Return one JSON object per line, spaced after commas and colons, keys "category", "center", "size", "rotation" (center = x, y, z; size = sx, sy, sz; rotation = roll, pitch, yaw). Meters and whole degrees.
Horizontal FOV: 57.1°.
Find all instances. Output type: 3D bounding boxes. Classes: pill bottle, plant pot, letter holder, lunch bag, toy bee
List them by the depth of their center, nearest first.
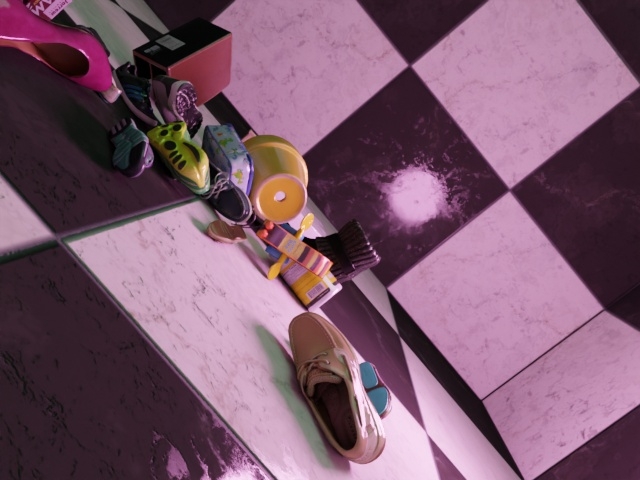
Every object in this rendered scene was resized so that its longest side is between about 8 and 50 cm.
{"category": "toy bee", "center": [-0.110, 0.009, 1.549], "size": [0.299, 0.195, 0.162], "rotation": [11, -6, 2]}
{"category": "pill bottle", "center": [-0.046, 0.090, 1.678], "size": [0.208, 0.119, 0.119], "rotation": [52, 8, 6]}
{"category": "lunch bag", "center": [-0.273, -0.219, 1.701], "size": [0.090, 0.176, 0.219], "rotation": [-11, 48, -29]}
{"category": "plant pot", "center": [-0.147, -0.172, 1.810], "size": [0.254, 0.254, 0.239], "rotation": [46, 6, -31]}
{"category": "letter holder", "center": [-0.446, -0.567, 1.952], "size": [0.152, 0.302, 0.214], "rotation": [30, -39, 18]}

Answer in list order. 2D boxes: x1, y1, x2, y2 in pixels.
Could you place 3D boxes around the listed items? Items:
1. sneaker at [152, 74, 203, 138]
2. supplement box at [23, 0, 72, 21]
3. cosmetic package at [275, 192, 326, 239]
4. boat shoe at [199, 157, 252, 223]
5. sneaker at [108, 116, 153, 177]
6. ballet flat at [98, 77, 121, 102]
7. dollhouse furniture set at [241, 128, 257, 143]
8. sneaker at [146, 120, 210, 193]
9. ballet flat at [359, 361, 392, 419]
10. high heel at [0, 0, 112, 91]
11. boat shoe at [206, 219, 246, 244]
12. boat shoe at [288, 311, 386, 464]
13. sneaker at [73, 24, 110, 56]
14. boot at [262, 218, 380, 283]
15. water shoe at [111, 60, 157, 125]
{"category": "sneaker", "center": [-0.398, -0.358, 1.629], "size": [0.108, 0.100, 0.271], "rotation": [29, -26, 9]}
{"category": "supplement box", "center": [-0.655, -0.577, 1.300], "size": [0.239, 0.130, 0.073], "rotation": [53, 7, 24]}
{"category": "cosmetic package", "center": [-0.126, -0.125, 2.344], "size": [0.377, 0.097, 0.284], "rotation": [48, 6, -19]}
{"category": "boat shoe", "center": [-0.278, -0.147, 1.561], "size": [0.254, 0.095, 0.079], "rotation": [52, 6, 21]}
{"category": "sneaker", "center": [-0.372, -0.177, 1.220], "size": [0.098, 0.083, 0.223], "rotation": [51, 5, -39]}
{"category": "ballet flat", "center": [-0.544, -0.408, 1.429], "size": [0.168, 0.052, 0.057], "rotation": [50, 8, 1]}
{"category": "dollhouse furniture set", "center": [-0.283, -0.334, 2.185], "size": [0.212, 0.161, 0.242], "rotation": [48, 8, -19]}
{"category": "sneaker", "center": [-0.356, -0.209, 1.480], "size": [0.295, 0.110, 0.123], "rotation": [52, -23, 45]}
{"category": "ballet flat", "center": [0.140, 0.398, 1.502], "size": [0.221, 0.077, 0.079], "rotation": [-114, -178, -65]}
{"category": "high heel", "center": [-0.546, -0.361, 1.164], "size": [0.377, 0.127, 0.181], "rotation": [45, 37, -62]}
{"category": "boat shoe", "center": [-0.232, -0.014, 1.415], "size": [0.056, 0.048, 0.153], "rotation": [64, 16, 9]}
{"category": "boat shoe", "center": [0.016, 0.270, 1.164], "size": [0.110, 0.122, 0.341], "rotation": [42, 13, -53]}
{"category": "sneaker", "center": [-0.639, -0.558, 1.625], "size": [0.089, 0.051, 0.170], "rotation": [53, 3, 20]}
{"category": "boot", "center": [0.002, 0.002, 1.846], "size": [0.348, 0.260, 0.131], "rotation": [53, 8, 20]}
{"category": "water shoe", "center": [-0.492, -0.401, 1.591], "size": [0.203, 0.080, 0.073], "rotation": [52, 8, 12]}
